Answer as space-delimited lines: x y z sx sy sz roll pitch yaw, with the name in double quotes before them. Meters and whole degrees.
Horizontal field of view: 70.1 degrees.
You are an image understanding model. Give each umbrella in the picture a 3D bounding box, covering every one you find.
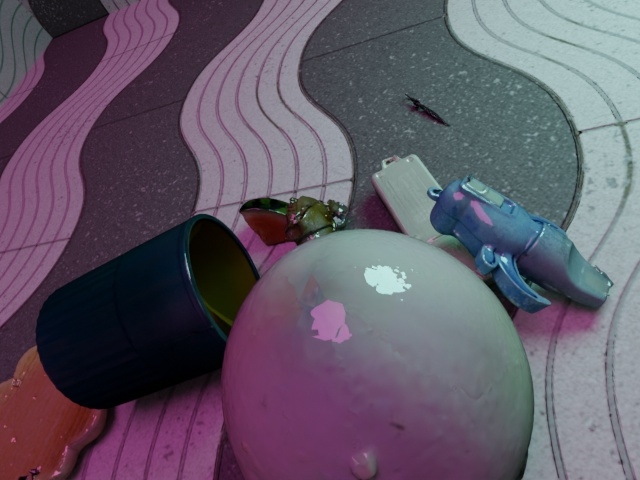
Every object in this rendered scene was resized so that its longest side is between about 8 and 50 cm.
"umbrella" 0.218 -0.275 0.950 0.022 0.022 0.148 -54 44 18

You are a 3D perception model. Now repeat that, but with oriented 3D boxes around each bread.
"bread" -0.517 0.320 0.854 0.316 0.054 0.316 -14 52 18

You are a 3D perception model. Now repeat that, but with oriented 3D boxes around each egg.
"egg" 0.043 0.141 0.509 0.355 0.339 0.354 -14 49 16

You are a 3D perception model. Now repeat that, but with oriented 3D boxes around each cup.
"cup" -0.273 0.101 0.771 0.292 0.242 0.307 -25 50 11

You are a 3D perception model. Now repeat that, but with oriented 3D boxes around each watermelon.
"watermelon" -0.085 -0.030 0.897 0.135 0.125 0.094 23 98 19

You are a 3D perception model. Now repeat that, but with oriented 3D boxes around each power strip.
"power strip" 0.182 -0.024 0.752 0.098 0.058 0.338 -27 47 5

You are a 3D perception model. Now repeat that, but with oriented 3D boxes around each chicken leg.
"chicken leg" -0.007 -0.003 0.796 0.080 0.125 0.196 -50 31 42

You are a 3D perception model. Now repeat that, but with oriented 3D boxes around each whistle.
"whistle" 0.262 0.001 0.621 0.269 0.093 0.180 37 46 9
